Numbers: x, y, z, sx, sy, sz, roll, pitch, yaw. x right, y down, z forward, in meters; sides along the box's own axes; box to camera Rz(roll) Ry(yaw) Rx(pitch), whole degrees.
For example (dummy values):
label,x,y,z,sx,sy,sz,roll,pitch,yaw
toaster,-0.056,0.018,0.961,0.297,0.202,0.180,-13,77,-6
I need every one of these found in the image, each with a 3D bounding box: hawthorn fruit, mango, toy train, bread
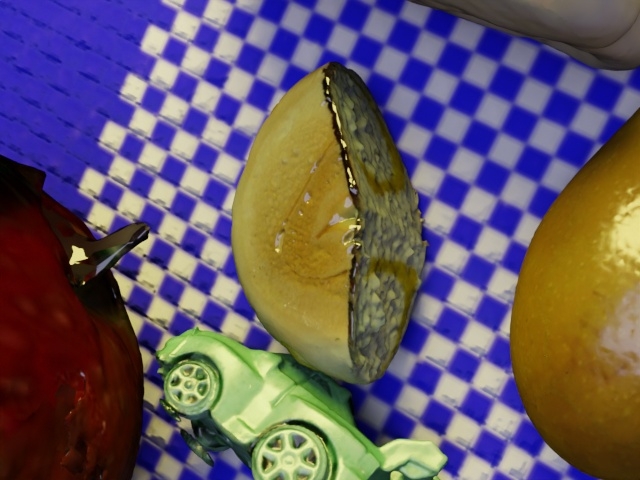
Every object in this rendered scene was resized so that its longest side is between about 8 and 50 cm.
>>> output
label,x,y,z,sx,sy,sz,roll,pitch,yaw
hawthorn fruit,-0.239,0.076,0.504,0.316,0.316,0.316,0,89,21
mango,0.169,0.002,0.458,0.136,0.099,0.228,27,90,26
toy train,-0.016,0.099,0.533,0.149,0.099,0.081,40,74,23
bread,0.000,0.000,0.525,0.094,0.083,0.157,-24,72,19

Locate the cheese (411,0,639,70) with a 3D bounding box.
label,x,y,z,sx,sy,sz,roll,pitch,yaw
cheese,0.052,-0.224,0.467,0.251,0.173,0.248,16,96,26
